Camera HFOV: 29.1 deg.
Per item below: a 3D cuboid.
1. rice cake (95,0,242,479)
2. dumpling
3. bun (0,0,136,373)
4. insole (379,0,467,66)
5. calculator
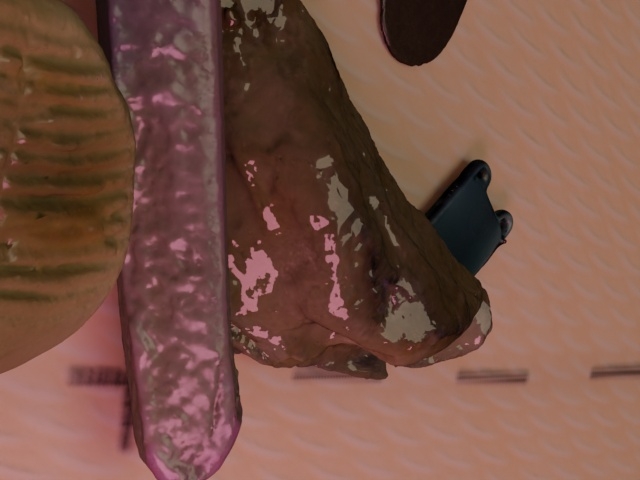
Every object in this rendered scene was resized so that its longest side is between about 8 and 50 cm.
[{"bbox_3d":[-0.077,-0.061,0.618,0.064,0.070,0.399,-5,107,-10],"label":"rice cake"},{"bbox_3d":[0.004,-0.002,0.712,0.166,0.086,0.332,-53,125,-21],"label":"dumpling"},{"bbox_3d":[-0.170,-0.030,0.512,0.193,0.128,0.178,5,96,-57],"label":"bun"},{"bbox_3d":[0.103,-0.270,0.803,0.111,0.007,0.327,20,86,-45],"label":"insole"},{"bbox_3d":[0.082,0.012,0.845,0.141,0.019,0.094,-48,129,-24],"label":"calculator"}]
